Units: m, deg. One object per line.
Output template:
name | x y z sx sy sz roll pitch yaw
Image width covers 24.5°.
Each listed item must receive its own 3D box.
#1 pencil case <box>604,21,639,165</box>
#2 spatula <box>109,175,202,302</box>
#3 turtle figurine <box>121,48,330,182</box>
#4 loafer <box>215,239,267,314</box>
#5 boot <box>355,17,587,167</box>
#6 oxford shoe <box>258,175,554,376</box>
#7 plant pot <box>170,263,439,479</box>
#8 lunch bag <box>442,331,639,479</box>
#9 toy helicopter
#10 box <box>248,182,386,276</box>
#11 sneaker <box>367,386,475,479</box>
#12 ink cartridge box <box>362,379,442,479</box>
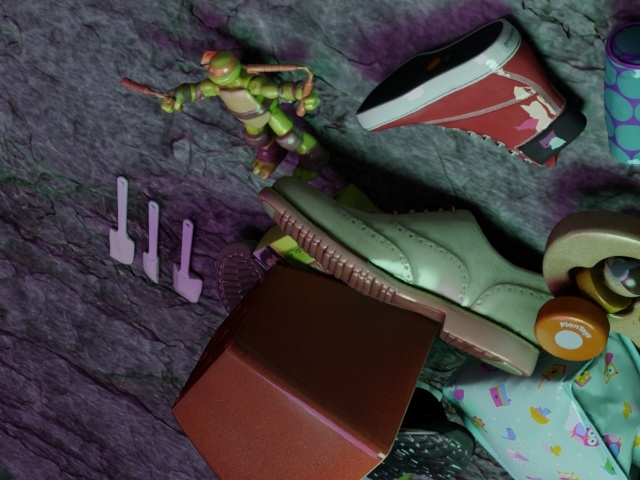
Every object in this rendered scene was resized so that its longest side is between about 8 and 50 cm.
pencil case | 0.318 -0.145 1.463 0.064 0.070 0.151 56 169 37
spatula | -0.250 0.001 2.244 0.168 0.019 0.242 33 149 12
turtle figurine | -0.092 -0.163 1.794 0.270 0.087 0.217 -2 144 30
loafer | -0.066 0.100 2.139 0.102 0.092 0.268 -3 124 34
boot | 0.165 -0.128 1.613 0.176 0.088 0.244 45 144 -22
oxford shoe | 0.113 0.013 1.811 0.397 0.146 0.140 31 173 -2
plant pot | -0.037 0.193 1.964 0.236 0.267 0.267 36 130 -7
lunch bag | 0.326 0.237 1.907 0.223 0.160 0.262 -9 124 47
toy helicopter | 0.422 0.053 1.625 0.355 0.140 0.235 20 139 2
box | 0.000 0.000 1.967 0.087 0.058 0.232 43 148 -15
sneaker | 0.125 0.244 1.983 0.107 0.124 0.283 37 156 -17
ink cartridge box | 0.074 0.401 2.229 0.072 0.303 0.307 25 149 15
